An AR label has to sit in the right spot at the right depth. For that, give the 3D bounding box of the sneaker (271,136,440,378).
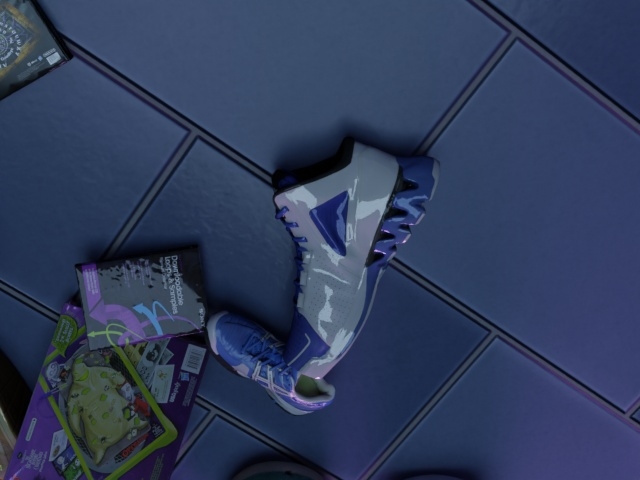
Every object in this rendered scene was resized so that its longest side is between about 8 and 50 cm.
[{"bbox_3d":[0.001,-0.001,1.178,0.182,0.127,0.315,25,103,-8],"label":"sneaker"}]

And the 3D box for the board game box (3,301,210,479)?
[{"bbox_3d":[-0.297,0.277,1.231,0.208,0.056,0.346,20,82,-14],"label":"board game box"}]

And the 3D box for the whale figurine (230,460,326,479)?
[{"bbox_3d":[-0.070,0.458,1.347,0.216,0.141,0.272,11,113,-7],"label":"whale figurine"}]

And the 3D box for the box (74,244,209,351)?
[{"bbox_3d":[-0.231,0.075,1.212,0.162,0.029,0.116,-10,100,-13],"label":"box"}]

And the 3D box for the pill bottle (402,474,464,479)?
[{"bbox_3d":[0.170,0.521,1.361,0.181,0.181,0.323,-3,113,-1],"label":"pill bottle"}]

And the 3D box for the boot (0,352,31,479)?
[{"bbox_3d":[-0.495,0.282,1.288,0.203,0.095,0.262,-15,115,6],"label":"boot"}]

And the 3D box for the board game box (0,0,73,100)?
[{"bbox_3d":[-0.411,-0.227,1.110,0.186,0.026,0.126,-27,111,9],"label":"board game box"}]

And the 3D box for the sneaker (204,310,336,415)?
[{"bbox_3d":[-0.064,0.160,1.243,0.211,0.080,0.081,38,149,-25],"label":"sneaker"}]
